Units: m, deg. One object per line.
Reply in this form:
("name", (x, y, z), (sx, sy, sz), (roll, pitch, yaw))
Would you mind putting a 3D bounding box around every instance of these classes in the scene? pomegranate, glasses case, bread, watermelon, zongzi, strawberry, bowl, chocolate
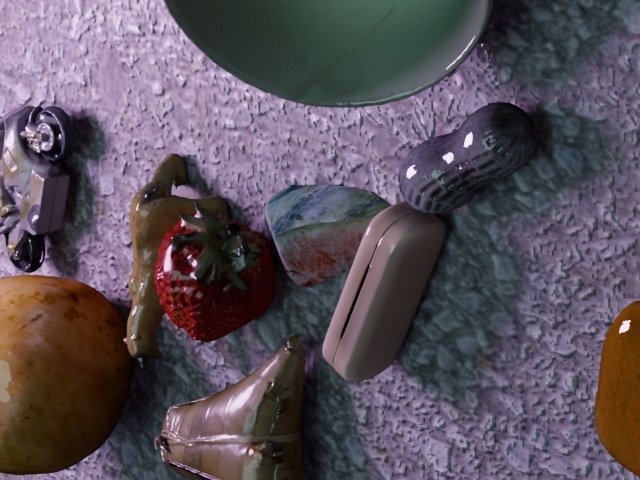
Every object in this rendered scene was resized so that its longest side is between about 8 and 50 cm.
("pomegranate", (-0.332, 0.154, 2.209), (0.248, 0.248, 0.248), (16, 113, 43))
("glasses case", (0.061, 0.051, 1.874), (0.050, 0.083, 0.196), (43, 128, 32))
("bread", (0.340, 0.148, 1.584), (0.245, 0.121, 0.174), (31, 122, 34))
("watermelon", (-0.004, -0.008, 1.952), (0.094, 0.081, 0.180), (50, 144, -12))
("zongzi", (-0.089, 0.178, 2.065), (0.194, 0.099, 0.197), (14, 101, 43))
("strawberry", (-0.109, 0.039, 2.025), (0.131, 0.131, 0.148), (55, 166, 19))
("bowl", (0.015, -0.277, 1.713), (0.307, 0.163, 0.307), (10, 135, 10))
("chocolate", (0.133, -0.073, 1.769), (0.167, 0.072, 0.072), (-30, 80, 47))

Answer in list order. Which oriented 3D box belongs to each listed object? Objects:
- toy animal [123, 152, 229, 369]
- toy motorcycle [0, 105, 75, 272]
("toy animal", (-0.170, 0.025, 2.094), (0.103, 0.101, 0.218), (24, 118, 38))
("toy motorcycle", (-0.356, -0.081, 2.279), (0.152, 0.073, 0.225), (41, 127, 32))
